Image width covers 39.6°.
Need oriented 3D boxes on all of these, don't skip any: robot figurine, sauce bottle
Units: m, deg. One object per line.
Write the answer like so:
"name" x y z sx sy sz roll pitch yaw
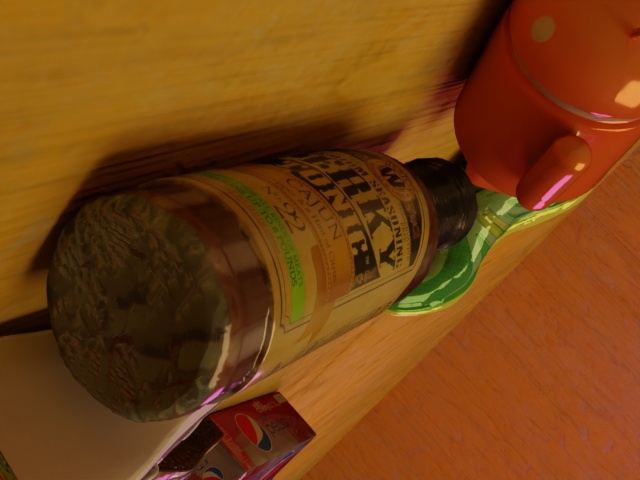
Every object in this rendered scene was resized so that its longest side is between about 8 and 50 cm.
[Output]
"robot figurine" 0.171 -0.111 0.618 0.158 0.128 0.219 -33 165 -24
"sauce bottle" 0.000 0.000 0.526 0.111 0.111 0.344 -49 166 28

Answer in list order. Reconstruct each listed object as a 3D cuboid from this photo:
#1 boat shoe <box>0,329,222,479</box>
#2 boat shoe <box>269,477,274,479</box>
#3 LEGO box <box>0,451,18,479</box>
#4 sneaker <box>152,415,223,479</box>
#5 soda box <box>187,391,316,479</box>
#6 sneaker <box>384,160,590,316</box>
"boat shoe" -0.135 0.099 0.479 0.102 0.108 0.301 -52 170 30
"boat shoe" -0.157 0.428 1.400 0.105 0.113 0.306 -56 164 25
"LEGO box" -0.231 0.276 0.169 0.500 0.372 0.193 -39 166 -13
"sneaker" -0.157 0.214 0.828 0.086 0.064 0.192 -49 169 7
"soda box" -0.099 0.258 1.093 0.092 0.083 0.263 -45 165 10
"sneaker" 0.152 -0.039 0.885 0.295 0.109 0.123 -37 143 -14
